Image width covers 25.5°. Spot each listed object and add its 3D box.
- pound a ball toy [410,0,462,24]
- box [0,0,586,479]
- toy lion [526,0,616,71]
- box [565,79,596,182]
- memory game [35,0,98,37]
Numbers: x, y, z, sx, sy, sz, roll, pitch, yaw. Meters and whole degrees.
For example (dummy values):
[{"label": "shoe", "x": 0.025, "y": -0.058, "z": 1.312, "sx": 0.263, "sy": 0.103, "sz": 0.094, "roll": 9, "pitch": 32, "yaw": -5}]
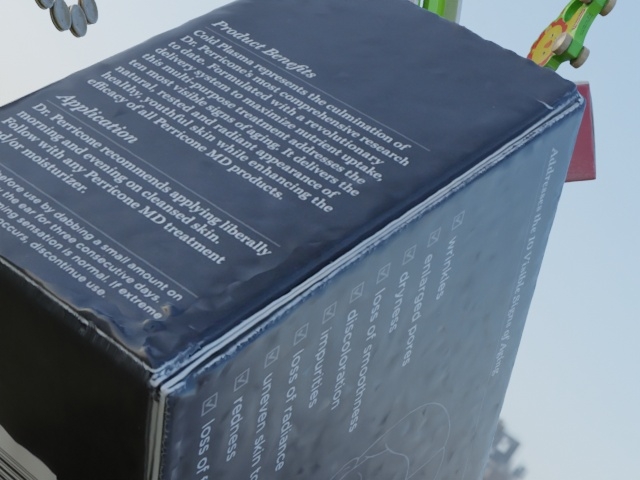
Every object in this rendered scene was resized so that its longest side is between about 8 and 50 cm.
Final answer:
[{"label": "pound a ball toy", "x": 0.084, "y": -0.426, "z": 1.723, "sx": 0.136, "sy": 0.319, "sz": 0.208, "roll": 5, "pitch": -3, "yaw": 32}, {"label": "box", "x": -0.070, "y": 0.099, "z": 1.144, "sx": 0.297, "sy": 0.472, "sz": 0.480, "roll": 33, "pitch": -46, "yaw": 28}, {"label": "toy lion", "x": 0.246, "y": -0.208, "z": 1.432, "sx": 0.034, "sy": 0.100, "sz": 0.096, "roll": 32, "pitch": -11, "yaw": -17}, {"label": "box", "x": 0.222, "y": -0.132, "z": 1.798, "sx": 0.232, "sy": 0.127, "sz": 0.148, "roll": -5, "pitch": 6, "yaw": 2}, {"label": "memory game", "x": -0.284, "y": -0.311, "z": 1.532, "sx": 0.012, "sy": 0.186, "sz": 0.186, "roll": -11, "pitch": -30, "yaw": 17}]
